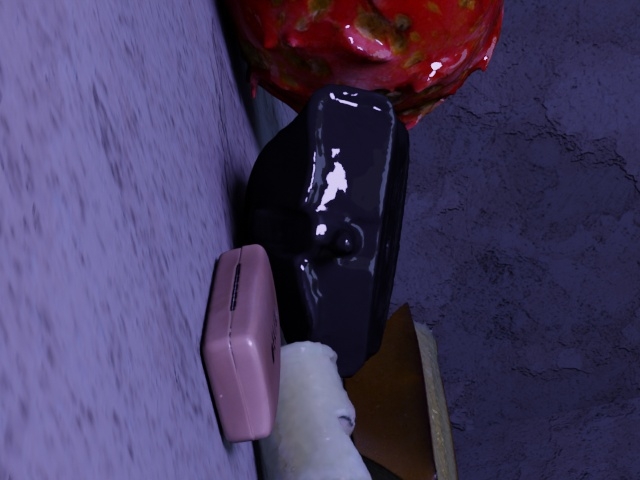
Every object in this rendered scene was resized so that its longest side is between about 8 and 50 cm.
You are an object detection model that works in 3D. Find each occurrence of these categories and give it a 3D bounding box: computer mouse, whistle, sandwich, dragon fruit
[{"bbox_3d":[0.001,-0.004,0.773,0.264,0.088,0.147,19,76,-87],"label":"computer mouse"},{"bbox_3d":[0.012,0.161,0.595,0.126,0.067,0.258,97,-18,-56],"label":"whistle"},{"bbox_3d":[0.077,0.180,1.373,0.258,0.096,0.094,-95,167,-48],"label":"sandwich"},{"bbox_3d":[0.026,-0.178,0.904,0.205,0.210,0.268,62,5,13],"label":"dragon fruit"}]

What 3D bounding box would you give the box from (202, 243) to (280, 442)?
[{"bbox_3d":[-0.031,0.041,0.598,0.115,0.025,0.048,-90,166,-72],"label":"box"}]
